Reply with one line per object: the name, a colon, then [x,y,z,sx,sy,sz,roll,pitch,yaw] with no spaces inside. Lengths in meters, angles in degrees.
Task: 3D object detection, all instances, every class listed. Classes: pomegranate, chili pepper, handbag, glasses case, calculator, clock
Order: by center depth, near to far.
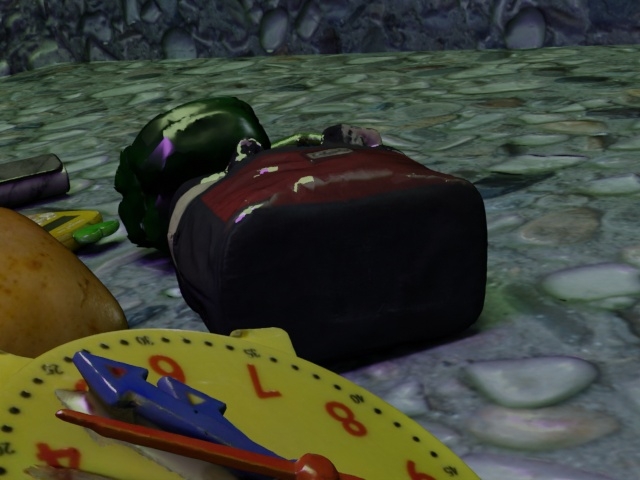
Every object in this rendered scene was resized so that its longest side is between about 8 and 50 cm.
clock: [-0.017,0.122,0.434,0.293,0.071,0.277,40,26,29]
pomegranate: [-0.225,0.084,0.621,0.233,0.233,0.233,-7,18,2]
handbag: [0.000,0.000,0.844,0.254,0.181,0.181,-11,20,-20]
chili pepper: [-0.103,-0.075,1.143,0.261,0.174,0.165,-20,-3,-29]
calculator: [-0.358,-0.005,1.234,0.235,0.032,0.146,-1,20,25]
glasses case: [-0.527,-0.066,1.442,0.299,0.060,0.114,-16,20,-24]
